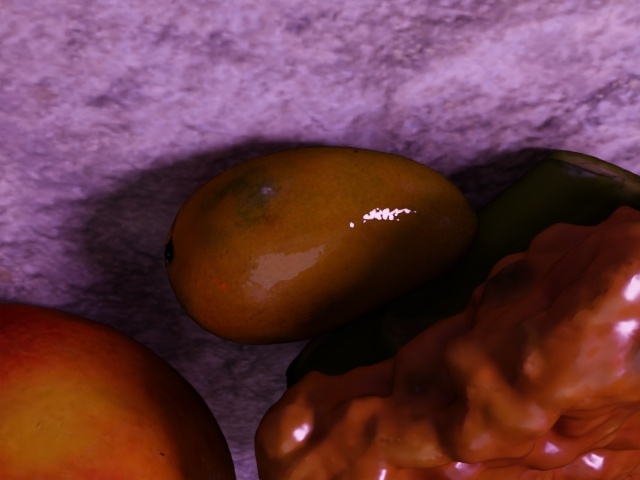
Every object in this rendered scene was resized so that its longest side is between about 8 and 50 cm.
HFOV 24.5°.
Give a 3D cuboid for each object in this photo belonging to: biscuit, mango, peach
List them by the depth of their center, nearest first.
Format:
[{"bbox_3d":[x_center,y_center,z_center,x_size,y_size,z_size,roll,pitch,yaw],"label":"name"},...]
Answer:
[{"bbox_3d":[-0.004,-0.002,0.781,0.163,0.089,0.111,-25,141,17],"label":"mango"},{"bbox_3d":[0.138,0.084,0.793,0.312,0.110,0.318,-34,151,25],"label":"biscuit"},{"bbox_3d":[-0.185,0.155,0.860,0.281,0.238,0.281,15,179,0],"label":"peach"}]

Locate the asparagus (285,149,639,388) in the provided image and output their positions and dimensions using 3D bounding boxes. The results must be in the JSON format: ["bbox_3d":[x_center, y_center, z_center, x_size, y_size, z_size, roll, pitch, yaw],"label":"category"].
[{"bbox_3d":[0.075,0.029,0.837,0.060,0.067,0.278,45,125,-5],"label":"asparagus"}]
